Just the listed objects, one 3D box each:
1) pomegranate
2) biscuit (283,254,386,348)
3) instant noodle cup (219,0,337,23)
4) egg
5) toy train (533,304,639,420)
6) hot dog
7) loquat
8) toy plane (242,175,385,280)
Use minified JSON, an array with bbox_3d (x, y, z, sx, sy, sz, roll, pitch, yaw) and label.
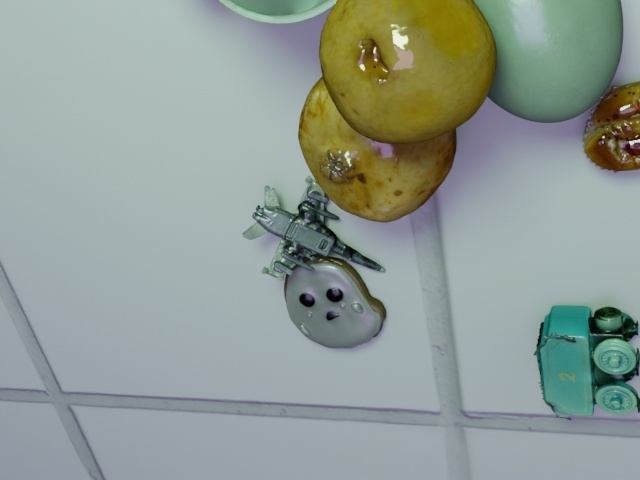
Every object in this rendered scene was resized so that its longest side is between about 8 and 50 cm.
[{"bbox_3d":[0.082,-0.148,0.968,0.248,0.248,0.248,8,121,14],"label":"pomegranate"},{"bbox_3d":[0.016,0.124,1.259,0.181,0.049,0.208,-26,109,28],"label":"biscuit"},{"bbox_3d":[-0.072,-0.409,0.792,0.311,0.221,0.311,-11,130,-14],"label":"instant noodle cup"},{"bbox_3d":[0.271,-0.285,0.839,0.202,0.203,0.283,-23,107,28],"label":"egg"},{"bbox_3d":[0.457,0.207,1.125,0.163,0.112,0.203,-1,118,26],"label":"toy train"},{"bbox_3d":[0.497,-0.165,0.915,0.252,0.069,0.131,-5,116,20],"label":"hot dog"},{"bbox_3d":[0.100,-0.214,0.768,0.208,0.208,0.208,8,121,14],"label":"loquat"},{"bbox_3d":[0.000,0.002,1.170,0.262,0.088,0.192,25,97,-1],"label":"toy plane"}]
